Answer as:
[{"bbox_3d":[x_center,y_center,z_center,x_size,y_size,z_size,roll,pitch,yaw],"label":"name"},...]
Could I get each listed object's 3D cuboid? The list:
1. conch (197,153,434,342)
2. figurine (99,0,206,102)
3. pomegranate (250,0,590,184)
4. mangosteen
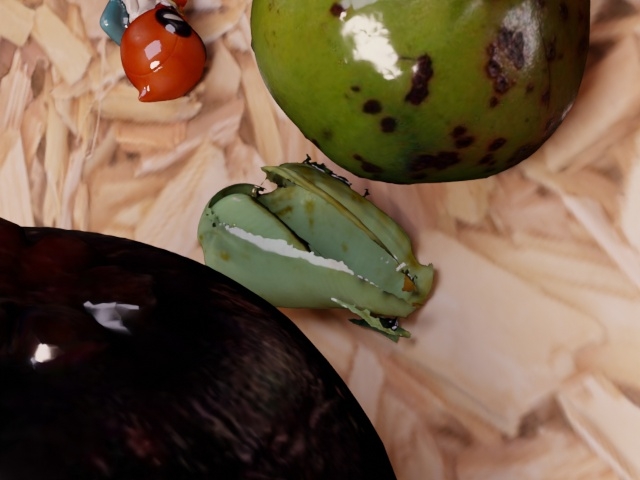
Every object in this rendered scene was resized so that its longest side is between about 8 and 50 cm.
[{"bbox_3d":[0.000,0.000,0.755,0.170,0.079,0.105,17,80,26],"label":"conch"},{"bbox_3d":[-0.134,-0.168,0.957,0.075,0.068,0.140,-26,49,19],"label":"figurine"},{"bbox_3d":[0.047,-0.122,0.727,0.248,0.202,0.202,-21,45,66],"label":"pomegranate"},{"bbox_3d":[-0.140,0.208,0.569,0.382,0.382,0.435,32,123,44],"label":"mangosteen"}]
